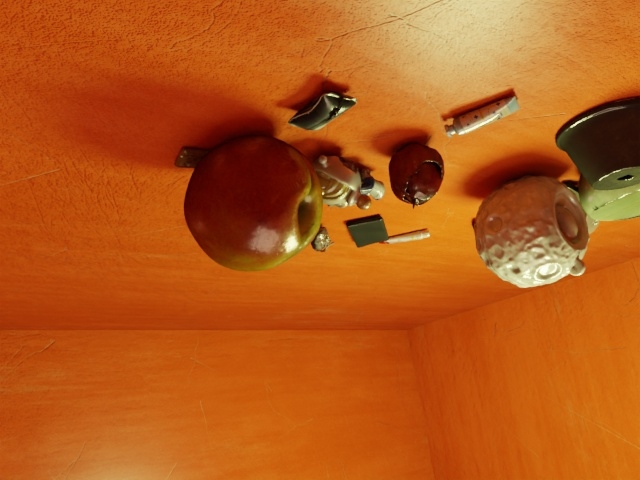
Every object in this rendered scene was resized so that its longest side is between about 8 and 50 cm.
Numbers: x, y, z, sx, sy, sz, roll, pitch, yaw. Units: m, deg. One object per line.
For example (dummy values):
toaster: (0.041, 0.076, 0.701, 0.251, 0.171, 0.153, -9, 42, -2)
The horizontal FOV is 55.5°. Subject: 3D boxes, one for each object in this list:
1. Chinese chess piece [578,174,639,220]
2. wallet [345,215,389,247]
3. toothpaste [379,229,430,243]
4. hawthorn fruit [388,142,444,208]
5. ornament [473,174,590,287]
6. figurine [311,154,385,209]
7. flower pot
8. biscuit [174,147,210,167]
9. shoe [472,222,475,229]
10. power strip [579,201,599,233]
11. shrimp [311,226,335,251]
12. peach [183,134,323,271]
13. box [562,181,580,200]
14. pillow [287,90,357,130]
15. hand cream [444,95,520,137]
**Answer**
Chinese chess piece: (0.957, -0.179, 1.822, 0.349, 0.146, 0.349, -8, 162, -3)
wallet: (0.166, -0.030, 2.095, 0.124, 0.025, 0.244, -12, 160, 9)
toothpaste: (0.303, -0.009, 2.222, 0.190, 0.031, 0.048, -11, 165, 16)
hawthorn fruit: (0.237, -0.156, 1.522, 0.148, 0.172, 0.148, 13, 155, 6)
ornament: (0.624, -0.024, 1.840, 0.337, 0.337, 0.337, -8, 162, -3)
figurine: (0.075, -0.144, 1.553, 0.274, 0.133, 0.194, 8, -162, -34)
flower pot: (0.760, -0.229, 1.556, 0.269, 0.166, 0.269, -10, 162, -3)
biscuit: (-0.291, -0.190, 1.417, 0.083, 0.018, 0.081, 1, 159, -29)
shoe: (0.635, -0.012, 2.256, 0.098, 0.103, 0.275, -25, 159, 11)
power strip: (0.853, -0.088, 2.031, 0.078, 0.154, 0.154, 7, 157, -29)
shrimp: (0.000, 0.001, 2.055, 0.073, 0.075, 0.190, -39, 158, -11)
peach: (-0.161, -0.081, 1.375, 0.332, 0.308, 0.308, 8, 175, 37)
box: (0.787, -0.143, 1.991, 0.091, 0.031, 0.126, 25, 148, -21)
pillow: (0.004, -0.269, 1.264, 0.135, 0.055, 0.091, -23, -171, 45)
hand cream: (0.371, -0.283, 1.401, 0.170, 0.043, 0.065, -19, 159, 22)
